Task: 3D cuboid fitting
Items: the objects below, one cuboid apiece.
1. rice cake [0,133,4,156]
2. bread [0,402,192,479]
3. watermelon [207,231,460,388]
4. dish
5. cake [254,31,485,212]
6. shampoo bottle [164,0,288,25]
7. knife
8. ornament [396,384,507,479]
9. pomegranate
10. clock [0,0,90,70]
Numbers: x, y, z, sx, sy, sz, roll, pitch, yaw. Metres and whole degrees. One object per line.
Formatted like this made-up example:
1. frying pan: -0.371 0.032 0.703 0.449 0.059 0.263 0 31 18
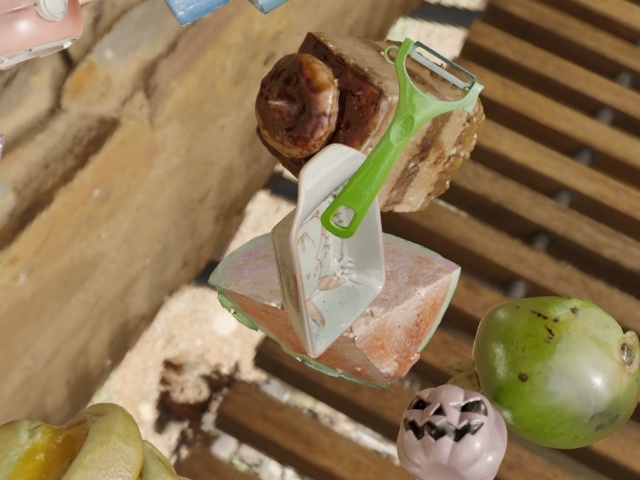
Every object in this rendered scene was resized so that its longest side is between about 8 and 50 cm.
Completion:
1. rice cake: -0.549 -0.036 1.655 0.051 0.081 0.290 148 -47 -67
2. bread: -0.273 0.358 1.226 0.300 0.341 0.210 -35 -154 -7
3. watermelon: 0.016 0.125 1.709 0.319 0.292 0.222 -39 144 -49
4. dish: 0.000 0.000 1.203 0.154 0.064 0.234 -42 140 -37
5. cake: 0.054 -0.162 1.455 0.293 0.198 0.196 -2 130 -50
6. shampoo bottle: -0.021 -0.267 0.938 0.258 0.103 0.061 -27 171 4
7. knife: 0.047 -0.069 0.813 0.166 0.078 0.022 -56 179 21
8. ornament: 0.212 0.314 1.730 0.177 0.177 0.177 -59 169 -19
9. pomegranate: 0.373 0.252 1.843 0.359 0.310 0.216 -23 -130 35
10. clock: -0.409 -0.281 1.327 0.227 0.241 0.142 -31 110 -51
